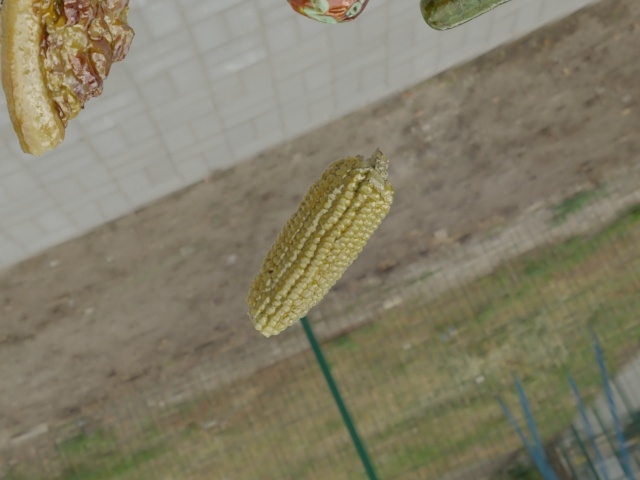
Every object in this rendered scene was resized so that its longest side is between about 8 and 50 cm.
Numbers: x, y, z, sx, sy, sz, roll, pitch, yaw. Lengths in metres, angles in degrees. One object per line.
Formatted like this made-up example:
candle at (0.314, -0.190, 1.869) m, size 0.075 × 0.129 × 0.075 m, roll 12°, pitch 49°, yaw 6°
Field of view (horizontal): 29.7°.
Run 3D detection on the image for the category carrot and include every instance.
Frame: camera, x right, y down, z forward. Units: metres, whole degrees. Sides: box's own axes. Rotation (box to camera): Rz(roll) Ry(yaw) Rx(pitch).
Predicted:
carrot at (0.300, -0.390, 1.737) m, size 0.359 × 0.074 × 0.074 m, roll -18°, pitch 170°, yaw 35°

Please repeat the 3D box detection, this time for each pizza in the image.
pizza at (-0.365, -0.318, 1.750) m, size 0.114 × 0.408 × 0.278 m, roll 10°, pitch 172°, yaw 21°

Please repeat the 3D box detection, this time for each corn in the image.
corn at (0.000, 0.000, 1.915) m, size 0.347 × 0.130 × 0.130 m, roll -54°, pitch 157°, yaw 10°

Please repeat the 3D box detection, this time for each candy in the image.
candy at (-0.071, -0.281, 1.326) m, size 0.288 × 0.078 × 0.084 m, roll 9°, pitch -166°, yaw 34°
